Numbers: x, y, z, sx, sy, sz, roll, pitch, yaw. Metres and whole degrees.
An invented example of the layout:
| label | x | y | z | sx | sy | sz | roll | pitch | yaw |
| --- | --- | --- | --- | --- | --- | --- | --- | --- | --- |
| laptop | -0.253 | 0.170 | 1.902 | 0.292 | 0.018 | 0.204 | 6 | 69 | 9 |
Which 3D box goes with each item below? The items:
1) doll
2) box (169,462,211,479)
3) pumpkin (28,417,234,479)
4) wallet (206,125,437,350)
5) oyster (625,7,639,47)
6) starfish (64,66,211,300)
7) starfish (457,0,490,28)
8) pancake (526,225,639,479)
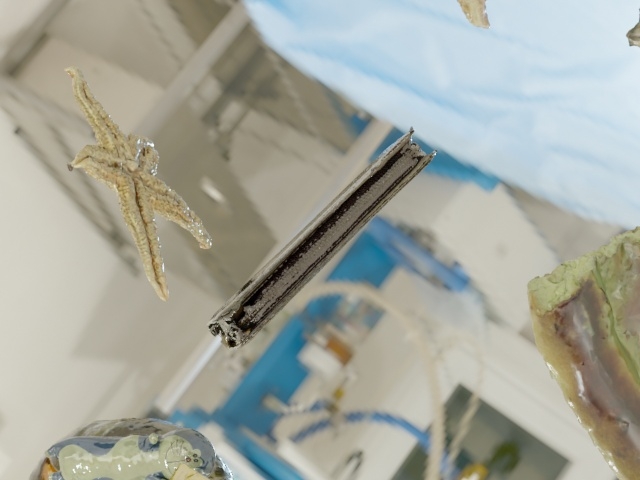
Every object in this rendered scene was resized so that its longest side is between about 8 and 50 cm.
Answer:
| label | x | y | z | sx | sy | sz | roll | pitch | yaw |
| --- | --- | --- | --- | --- | --- | --- | --- | --- | --- |
| doll | -0.124 | 0.141 | 1.065 | 0.125 | 0.037 | 0.027 | -7 | -175 | 23 |
| box | -0.031 | 0.169 | 0.943 | 0.087 | 0.023 | 0.155 | 34 | 171 | -18 |
| pumpkin | -0.157 | 0.189 | 1.246 | 0.119 | 0.183 | 0.107 | 16 | -138 | -55 |
| wallet | 0.000 | 0.000 | 1.180 | 0.031 | 0.198 | 0.110 | 46 | 172 | -1 |
| oyster | 0.333 | -0.167 | 1.453 | 0.108 | 0.053 | 0.166 | -14 | 139 | 23 |
| starfish | -0.196 | -0.056 | 1.862 | 0.231 | 0.048 | 0.295 | 22 | -142 | -61 |
| starfish | 0.134 | -0.257 | 1.105 | 0.238 | 0.216 | 0.071 | -4 | 165 | 28 |
| pancake | 0.397 | 0.133 | 1.470 | 0.427 | 0.305 | 0.067 | 48 | 175 | -1 |
